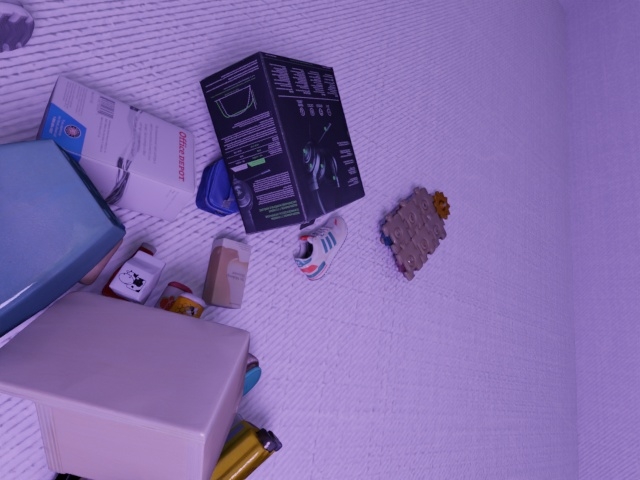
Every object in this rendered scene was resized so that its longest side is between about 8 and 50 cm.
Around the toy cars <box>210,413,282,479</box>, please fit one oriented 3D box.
[{"bbox_3d":[-0.180,0.325,0.540,0.087,0.176,0.394,45,23,20],"label":"toy cars"}]

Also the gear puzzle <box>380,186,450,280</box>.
[{"bbox_3d":[0.265,-0.048,1.106,0.339,0.044,0.175,-40,108,-40],"label":"gear puzzle"}]

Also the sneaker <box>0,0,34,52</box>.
[{"bbox_3d":[-0.492,-0.274,0.450,0.115,0.105,0.281,56,33,1],"label":"sneaker"}]

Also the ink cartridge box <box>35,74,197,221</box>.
[{"bbox_3d":[-0.283,-0.123,0.581,0.191,0.082,0.139,20,43,-39],"label":"ink cartridge box"}]

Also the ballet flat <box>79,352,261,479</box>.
[{"bbox_3d":[-0.223,0.246,0.587,0.316,0.106,0.107,-26,145,-53],"label":"ballet flat"}]

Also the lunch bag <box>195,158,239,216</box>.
[{"bbox_3d":[-0.170,-0.088,0.716,0.067,0.065,0.098,20,70,-37],"label":"lunch bag"}]

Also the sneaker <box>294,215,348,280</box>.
[{"bbox_3d":[0.000,0.000,0.853,0.075,0.057,0.161,46,59,-32],"label":"sneaker"}]

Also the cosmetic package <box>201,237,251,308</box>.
[{"bbox_3d":[-0.163,0.058,0.715,0.060,0.041,0.114,18,72,-38],"label":"cosmetic package"}]

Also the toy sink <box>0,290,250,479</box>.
[{"bbox_3d":[-0.220,0.174,0.475,0.152,0.235,0.131,-75,177,-63],"label":"toy sink"}]

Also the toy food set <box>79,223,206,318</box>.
[{"bbox_3d":[-0.258,0.034,0.579,0.233,0.111,0.104,25,63,-2],"label":"toy food set"}]

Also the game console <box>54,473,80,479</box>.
[{"bbox_3d":[-0.236,0.450,0.589,0.361,0.044,0.213,38,61,-31],"label":"game console"}]

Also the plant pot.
[{"bbox_3d":[-0.342,0.008,0.423,0.234,0.166,0.165,-34,96,-17],"label":"plant pot"}]

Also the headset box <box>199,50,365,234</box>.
[{"bbox_3d":[-0.047,-0.162,0.742,0.246,0.132,0.282,-31,107,-57],"label":"headset box"}]
